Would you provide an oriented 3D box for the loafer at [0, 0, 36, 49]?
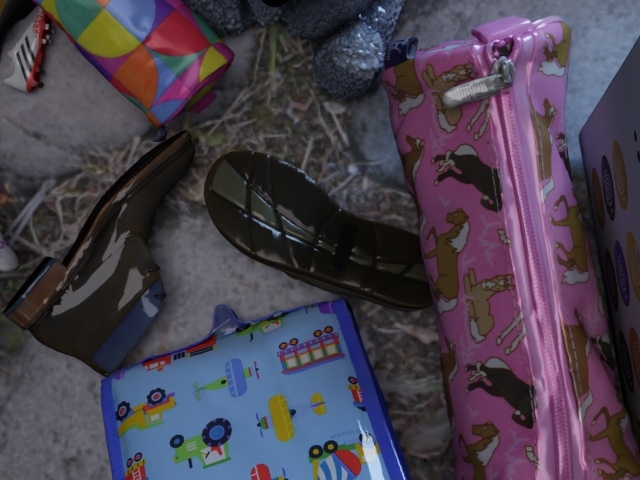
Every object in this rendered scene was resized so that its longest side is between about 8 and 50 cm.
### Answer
[{"bbox_3d":[-0.308,-0.190,1.111,0.062,0.061,0.170,33,90,7],"label":"loafer"}]

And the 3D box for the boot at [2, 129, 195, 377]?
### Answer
[{"bbox_3d":[-0.161,0.013,1.085,0.106,0.082,0.219,43,86,-14],"label":"boot"}]

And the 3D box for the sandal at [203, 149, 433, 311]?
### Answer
[{"bbox_3d":[0.000,0.000,1.067,0.219,0.060,0.090,22,68,-8],"label":"sandal"}]

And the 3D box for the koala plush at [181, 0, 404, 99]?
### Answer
[{"bbox_3d":[-0.010,-0.252,1.006,0.196,0.221,0.203,27,88,8],"label":"koala plush"}]

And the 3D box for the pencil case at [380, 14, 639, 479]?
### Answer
[{"bbox_3d":[0.150,0.024,0.987,0.160,0.167,0.386,-12,85,39],"label":"pencil case"}]

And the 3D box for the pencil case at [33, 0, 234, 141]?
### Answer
[{"bbox_3d":[-0.179,-0.196,1.051,0.104,0.104,0.236,-44,98,1],"label":"pencil case"}]

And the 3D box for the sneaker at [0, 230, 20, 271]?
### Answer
[{"bbox_3d":[-0.378,0.085,1.046,0.152,0.114,0.305,41,95,0],"label":"sneaker"}]

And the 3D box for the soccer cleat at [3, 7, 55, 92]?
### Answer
[{"bbox_3d":[-0.260,-0.174,1.122,0.035,0.029,0.083,11,91,2],"label":"soccer cleat"}]

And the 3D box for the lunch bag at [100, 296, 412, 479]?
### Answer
[{"bbox_3d":[-0.049,0.177,1.003,0.220,0.138,0.293,-20,59,2],"label":"lunch bag"}]

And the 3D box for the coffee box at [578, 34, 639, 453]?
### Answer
[{"bbox_3d":[0.392,0.029,0.883,0.338,0.334,0.338,-9,83,3],"label":"coffee box"}]
